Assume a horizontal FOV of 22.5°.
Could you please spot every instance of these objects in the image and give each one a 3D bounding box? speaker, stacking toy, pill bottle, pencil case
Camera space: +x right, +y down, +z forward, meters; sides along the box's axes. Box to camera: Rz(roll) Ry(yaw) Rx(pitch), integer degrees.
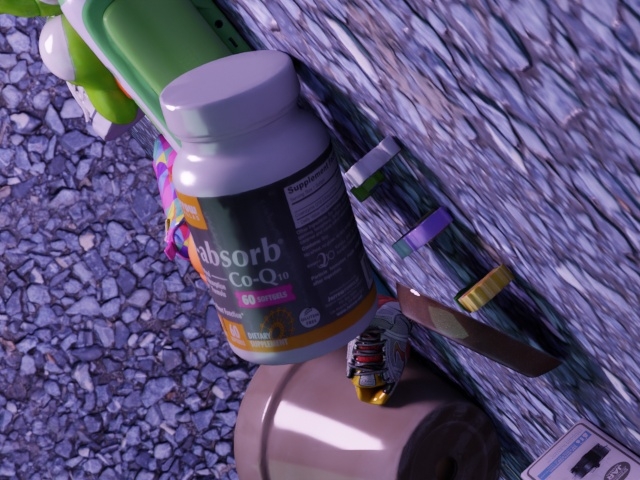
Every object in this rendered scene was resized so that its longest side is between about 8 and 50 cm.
[{"bbox_3d":[-0.143,-0.182,1.670,0.296,0.131,0.131,51,173,-10],"label":"speaker"},{"bbox_3d":[0.091,-0.003,1.477,0.167,0.052,0.221,49,174,3],"label":"stacking toy"},{"bbox_3d":[-0.052,-0.032,1.563,0.162,0.162,0.278,37,148,62],"label":"pill bottle"},{"bbox_3d":[-0.209,-0.074,2.529,0.104,0.104,0.236,55,-165,-42],"label":"pencil case"}]

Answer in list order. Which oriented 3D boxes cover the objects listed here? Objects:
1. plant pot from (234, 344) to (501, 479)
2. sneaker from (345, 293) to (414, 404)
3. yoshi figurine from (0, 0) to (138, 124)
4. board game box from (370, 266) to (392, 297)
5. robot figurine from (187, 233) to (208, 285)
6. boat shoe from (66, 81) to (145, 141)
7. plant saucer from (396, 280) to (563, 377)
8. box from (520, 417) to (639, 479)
[{"bbox_3d":[0.087,0.289,2.227,0.280,0.323,0.323,11,144,54],"label":"plant pot"},{"bbox_3d":[0.075,0.138,2.041,0.088,0.092,0.225,9,151,14],"label":"sneaker"},{"bbox_3d":[-0.309,-0.295,1.818,0.362,0.203,0.203,59,-150,-24],"label":"yoshi figurine"},{"bbox_3d":[0.000,0.000,2.108,0.210,0.047,0.160,53,173,-32],"label":"board game box"},{"bbox_3d":[-0.091,0.033,2.143,0.219,0.128,0.158,53,-146,-33],"label":"robot figurine"},{"bbox_3d":[-0.332,-0.267,2.416,0.156,0.136,0.367,49,170,6],"label":"boat shoe"},{"bbox_3d":[0.140,0.085,1.469,0.168,0.029,0.168,26,-179,0],"label":"plant saucer"},{"bbox_3d":[0.320,0.294,1.483,0.169,0.087,0.290,52,173,-25],"label":"box"}]
